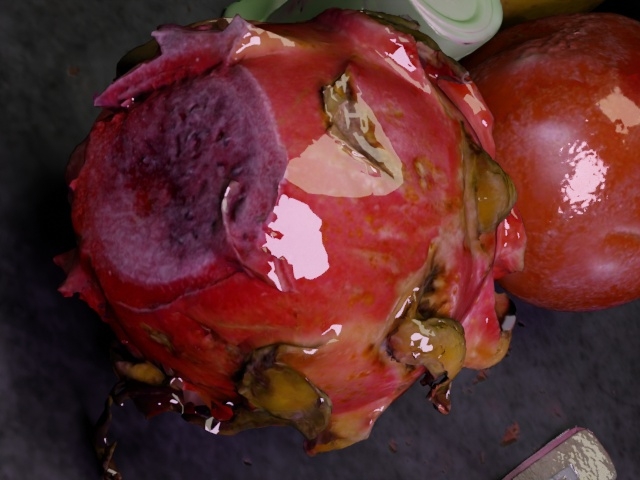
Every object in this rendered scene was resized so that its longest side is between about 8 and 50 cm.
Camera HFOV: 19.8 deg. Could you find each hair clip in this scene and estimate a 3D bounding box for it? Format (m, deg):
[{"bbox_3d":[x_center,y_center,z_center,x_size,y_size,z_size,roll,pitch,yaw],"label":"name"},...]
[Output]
[{"bbox_3d":[0.166,0.177,1.313,0.137,0.022,0.054,-27,85,-50],"label":"hair clip"}]

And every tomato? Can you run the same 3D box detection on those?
[{"bbox_3d":[0.195,-0.060,1.357,0.232,0.188,0.232,40,37,-40],"label":"tomato"}]

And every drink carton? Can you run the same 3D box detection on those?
[{"bbox_3d":[0.042,-0.151,1.313,0.146,0.142,0.144,-31,89,-52],"label":"drink carton"}]

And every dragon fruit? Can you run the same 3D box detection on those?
[{"bbox_3d":[0.000,0.000,1.100,0.291,0.250,0.269,24,53,-54],"label":"dragon fruit"}]

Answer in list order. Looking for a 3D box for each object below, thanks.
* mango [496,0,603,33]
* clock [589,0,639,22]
[{"bbox_3d":[0.143,-0.286,1.493,0.253,0.182,0.365,59,28,7],"label":"mango"},{"bbox_3d":[0.294,-0.167,1.484,0.049,0.273,0.279,13,54,-19],"label":"clock"}]
